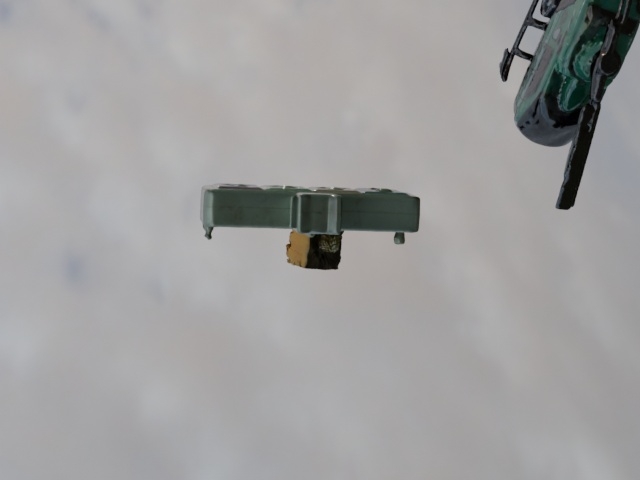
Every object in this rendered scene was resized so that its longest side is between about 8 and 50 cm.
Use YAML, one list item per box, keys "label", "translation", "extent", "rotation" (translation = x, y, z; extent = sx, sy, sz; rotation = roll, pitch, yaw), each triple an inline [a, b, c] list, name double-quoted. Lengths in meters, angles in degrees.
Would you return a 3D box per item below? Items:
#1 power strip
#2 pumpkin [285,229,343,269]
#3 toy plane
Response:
- label: "power strip"
  translation: [-0.009, -0.024, 1.551]
  extent: [0.145, 0.216, 0.061]
  rotation: [-149, 60, -83]
- label: "pumpkin"
  translation: [0.000, 0.000, 1.948]
  extent: [0.083, 0.054, 0.074]
  rotation: [2, -85, -58]
- label: "toy plane"
  translation: [0.288, -0.229, 1.600]
  extent: [0.106, 0.381, 0.155]
  rotation: [19, -160, -16]
